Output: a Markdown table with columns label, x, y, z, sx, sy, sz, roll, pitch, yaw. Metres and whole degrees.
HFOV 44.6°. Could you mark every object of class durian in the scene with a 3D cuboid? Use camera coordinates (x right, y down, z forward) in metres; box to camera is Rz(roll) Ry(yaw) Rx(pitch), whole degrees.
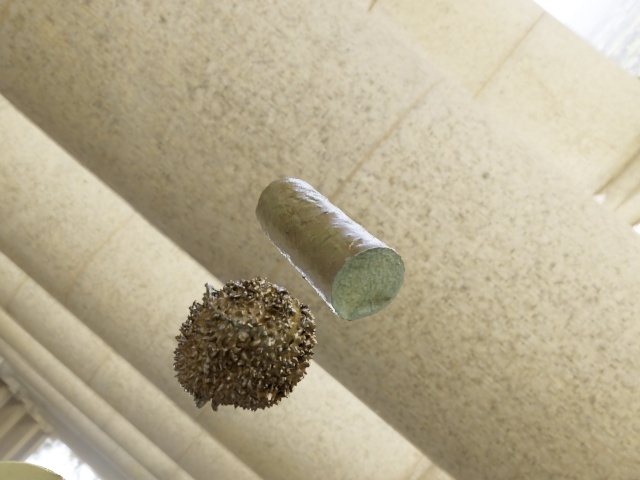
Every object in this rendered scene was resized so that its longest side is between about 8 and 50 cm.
| label | x | y | z | sx | sy | sz | roll | pitch | yaw |
| --- | --- | --- | --- | --- | --- | --- | --- | --- | --- |
| durian | -0.044 | 0.062 | 0.444 | 0.091 | 0.080 | 0.080 | -56 | -5 | 19 |

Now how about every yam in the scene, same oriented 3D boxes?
| label | x | y | z | sx | sy | sz | roll | pitch | yaw |
| --- | --- | --- | --- | --- | --- | --- | --- | --- | --- |
| yam | 0.000 | 0.000 | 0.904 | 0.093 | 0.093 | 0.259 | -50 | 34 | 2 |

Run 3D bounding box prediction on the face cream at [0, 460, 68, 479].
| label | x | y | z | sx | sy | sz | roll | pitch | yaw |
| --- | --- | --- | --- | --- | --- | --- | --- | --- | --- |
| face cream | -0.153 | 0.197 | 0.370 | 0.114 | 0.070 | 0.224 | -69 | -1 | -51 |
